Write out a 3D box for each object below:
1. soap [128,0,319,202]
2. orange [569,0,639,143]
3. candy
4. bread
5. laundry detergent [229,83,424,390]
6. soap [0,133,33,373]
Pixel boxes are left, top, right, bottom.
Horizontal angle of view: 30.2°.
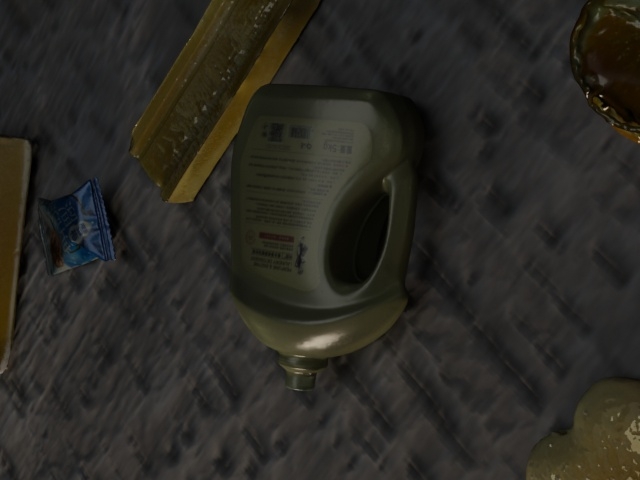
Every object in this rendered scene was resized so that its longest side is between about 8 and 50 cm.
[{"bbox_3d":[-0.098,-0.156,1.122,0.092,0.037,0.252,52,120,31],"label":"soap"},{"bbox_3d":[0.250,-0.134,0.776,0.170,0.112,0.160,-12,68,16],"label":"orange"},{"bbox_3d":[-0.263,-0.013,1.261,0.136,0.038,0.088,-12,94,47],"label":"candy"},{"bbox_3d":[0.233,0.228,0.819,0.182,0.039,0.251,-52,59,26],"label":"bread"},{"bbox_3d":[0.000,0.000,0.996,0.181,0.091,0.253,8,93,35],"label":"laundry detergent"},{"bbox_3d":[-0.420,0.009,1.358,0.173,0.089,0.274,9,95,40],"label":"soap"}]
